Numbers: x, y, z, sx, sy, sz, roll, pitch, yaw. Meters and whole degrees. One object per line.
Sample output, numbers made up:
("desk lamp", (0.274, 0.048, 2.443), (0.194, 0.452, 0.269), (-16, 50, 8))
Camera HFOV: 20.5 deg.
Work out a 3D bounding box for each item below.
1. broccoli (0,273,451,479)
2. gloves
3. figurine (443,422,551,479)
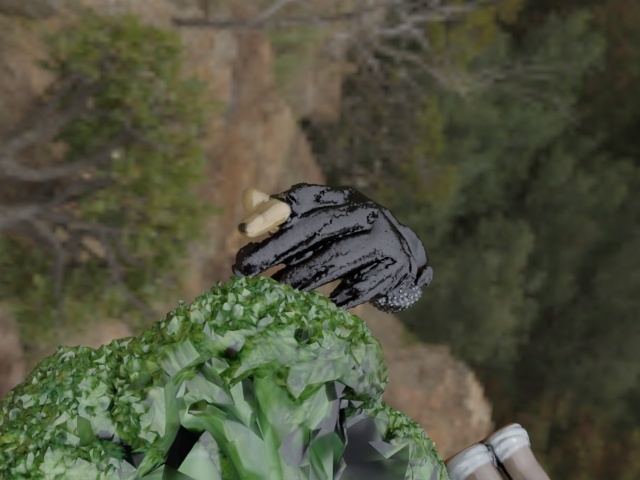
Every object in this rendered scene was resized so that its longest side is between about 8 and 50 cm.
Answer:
("broccoli", (-0.074, 0.216, 1.173), (0.310, 0.321, 0.413), (-65, 160, -69))
("gloves", (0.003, 0.000, 1.504), (0.181, 0.106, 0.129), (20, 46, -54))
("figurine", (0.143, 0.206, 1.053), (0.147, 0.197, 0.093), (-26, 158, -20))
